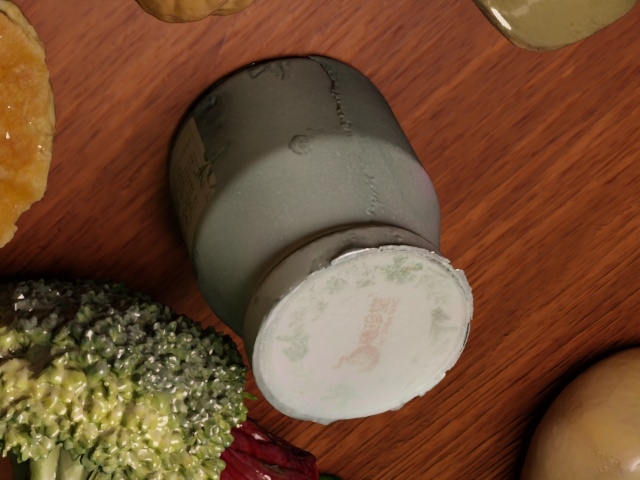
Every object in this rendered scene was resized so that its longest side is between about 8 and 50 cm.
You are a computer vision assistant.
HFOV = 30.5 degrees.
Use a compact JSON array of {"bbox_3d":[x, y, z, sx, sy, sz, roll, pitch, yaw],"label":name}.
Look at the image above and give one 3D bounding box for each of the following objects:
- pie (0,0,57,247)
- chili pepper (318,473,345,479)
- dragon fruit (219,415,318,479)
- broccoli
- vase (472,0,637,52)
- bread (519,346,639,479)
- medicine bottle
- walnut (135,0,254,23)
[{"bbox_3d":[-0.356,-0.077,0.961,0.339,0.083,0.340,-29,131,-40],"label":"pie"},{"bbox_3d":[-0.040,0.377,1.471,0.270,0.099,0.136,-29,104,11],"label":"chili pepper"},{"bbox_3d":[-0.130,0.337,1.282,0.329,0.329,0.329,-9,127,-12],"label":"dragon fruit"},{"bbox_3d":[-0.256,0.161,1.086,0.375,0.302,0.249,4,142,26],"label":"broccoli"},{"bbox_3d":[0.278,-0.336,1.006,0.329,0.241,0.302,-16,146,-40],"label":"vase"},{"bbox_3d":[0.419,0.318,1.478,0.347,0.253,0.376,-4,124,-10],"label":"bread"},{"bbox_3d":[0.000,0.000,1.085,0.245,0.290,0.245,-9,127,-12],"label":"medicine bottle"},{"bbox_3d":[-0.100,-0.260,0.963,0.166,0.149,0.166,-41,155,-23],"label":"walnut"}]
